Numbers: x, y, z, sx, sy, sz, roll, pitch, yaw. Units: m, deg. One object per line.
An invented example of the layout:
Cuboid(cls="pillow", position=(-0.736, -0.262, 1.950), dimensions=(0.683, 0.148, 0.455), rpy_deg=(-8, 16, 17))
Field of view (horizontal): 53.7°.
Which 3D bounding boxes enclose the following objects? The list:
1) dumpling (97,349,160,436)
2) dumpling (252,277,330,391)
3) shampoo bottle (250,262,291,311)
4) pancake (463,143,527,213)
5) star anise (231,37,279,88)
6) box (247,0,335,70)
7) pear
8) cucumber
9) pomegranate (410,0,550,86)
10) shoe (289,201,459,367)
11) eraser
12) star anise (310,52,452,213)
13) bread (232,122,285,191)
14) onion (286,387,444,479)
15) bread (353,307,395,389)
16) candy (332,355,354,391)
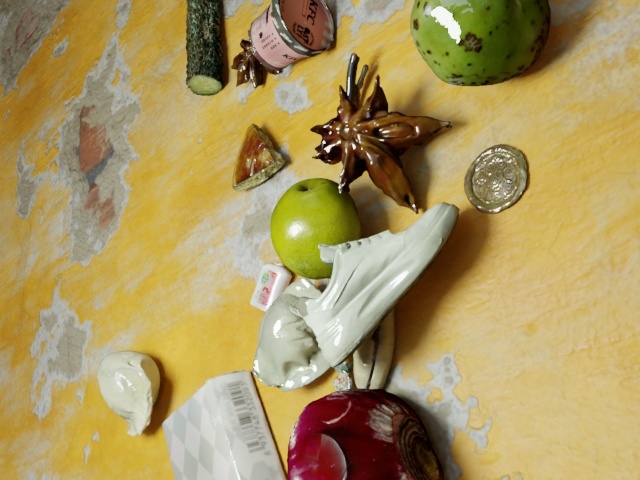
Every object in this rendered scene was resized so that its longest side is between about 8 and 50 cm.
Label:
Cuboid(cls="dumpling", position=(-0.437, 0.342, 1.434), dimensions=(0.252, 0.131, 0.180), rpy_deg=(6, 105, 52))
Cuboid(cls="dumpling", position=(-0.037, 0.174, 1.142), dimensions=(0.155, 0.111, 0.181), rpy_deg=(28, 108, 11))
Cuboid(cls="shampoo bottle", position=(-0.095, 0.090, 1.251), dimensions=(0.072, 0.043, 0.099), rpy_deg=(19, 90, 43))
Cuboid(cls="pancake", position=(0.277, -0.098, 1.000), dimensions=(0.114, 0.011, 0.115), rpy_deg=(-12, 71, 38))
Cuboid(cls="star anise", position=(-0.145, -0.422, 1.446), dimensions=(0.167, 0.057, 0.168), rpy_deg=(-15, 67, 40))
Cuboid(cls="box", position=(-0.068, -0.440, 1.327), dimensions=(0.135, 0.151, 0.151), rpy_deg=(-17, 66, 46))
Cuboid(cls="pear", position=(0.000, 0.000, 1.129), dimensions=(0.166, 0.216, 0.180), rpy_deg=(-23, 24, -8))
Cuboid(cls="cucumber", position=(-0.293, -0.534, 1.597), dimensions=(0.096, 0.096, 0.360), rpy_deg=(-23, 60, 35))
Cuboid(cls="pomegranate", position=(0.239, -0.333, 1.003), dimensions=(0.248, 0.214, 0.215), rpy_deg=(140, 139, -76))
Cuboid(cls="shoe", position=(0.073, 0.039, 1.001), dimensions=(0.159, 0.124, 0.316), rpy_deg=(38, 86, 13))
Cuboid(cls="eraser", position=(-0.163, 0.463, 1.169), dimensions=(0.213, 0.082, 0.397), rpy_deg=(-44, 52, 24))
Cuboid(cls="star anise", position=(0.094, -0.203, 1.115), dimensions=(0.237, 0.148, 0.347), rpy_deg=(-23, 57, 10))
Cuboid(cls="bread", position=(-0.145, -0.160, 1.368), dimensions=(0.136, 0.054, 0.154), rpy_deg=(-51, 44, 16))
Cuboid(cls="onion", position=(0.045, 0.322, 0.942), dimensions=(0.216, 0.206, 0.207), rpy_deg=(-30, 58, 30))
Cuboid(cls="bread", position=(0.089, 0.151, 1.063), dimensions=(0.073, 0.053, 0.215), rpy_deg=(-3, 75, 37))
Cuboid(cls="candy", position=(0.041, 0.172, 1.105), dimensions=(0.053, 0.046, 0.182), rpy_deg=(-4, 79, 38))
